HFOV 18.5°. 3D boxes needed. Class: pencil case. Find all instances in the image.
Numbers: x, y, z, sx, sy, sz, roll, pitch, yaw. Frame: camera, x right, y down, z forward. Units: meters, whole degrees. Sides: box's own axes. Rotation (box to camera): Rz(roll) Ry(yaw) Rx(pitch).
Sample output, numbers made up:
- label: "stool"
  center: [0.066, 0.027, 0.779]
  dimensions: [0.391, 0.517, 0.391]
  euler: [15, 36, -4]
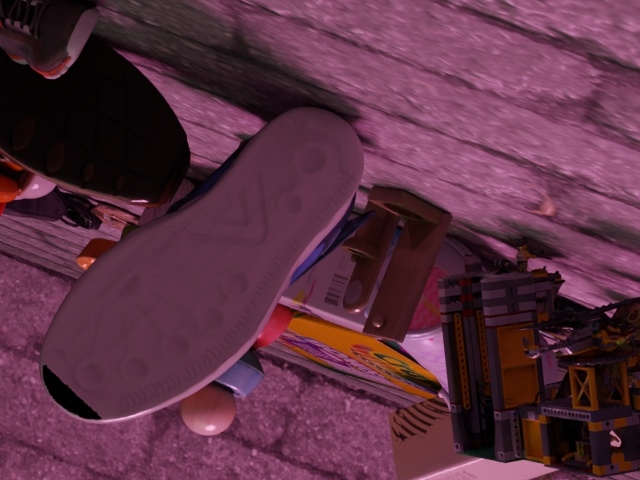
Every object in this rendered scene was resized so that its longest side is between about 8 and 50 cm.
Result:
- label: "pencil case"
  center: [0.142, 0.095, 1.933]
  dimensions: [0.124, 0.113, 0.273]
  euler: [-7, 151, 22]

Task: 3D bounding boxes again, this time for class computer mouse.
- label: "computer mouse"
  center: [-0.400, -0.077, 2.511]
  dimensions: [0.188, 0.072, 0.272]
  euler: [19, -177, 16]

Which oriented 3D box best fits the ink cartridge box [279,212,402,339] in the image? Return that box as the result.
- label: "ink cartridge box"
  center: [-0.008, 0.017, 1.955]
  dimensions: [0.181, 0.104, 0.061]
  euler: [20, 171, 19]

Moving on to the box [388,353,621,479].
- label: "box"
  center: [0.219, 0.207, 2.184]
  dimensions: [0.275, 0.094, 0.113]
  euler: [-22, 149, 27]

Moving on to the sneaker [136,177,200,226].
- label: "sneaker"
  center: [-0.089, 0.004, 2.112]
  dimensions: [0.153, 0.094, 0.235]
  euler: [36, 155, -30]

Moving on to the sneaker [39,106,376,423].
- label: "sneaker"
  center: [-0.097, 0.036, 1.577]
  dimensions: [0.130, 0.323, 0.236]
  euler: [44, 164, 1]

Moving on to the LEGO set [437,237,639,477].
- label: "LEGO set"
  center: [0.248, 0.087, 1.711]
  dimensions: [0.255, 0.192, 0.331]
  euler: [-7, -177, -15]

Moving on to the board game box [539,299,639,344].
- label: "board game box"
  center: [0.296, 0.105, 2.023]
  dimensions: [0.186, 0.026, 0.126]
  euler: [24, 172, -16]

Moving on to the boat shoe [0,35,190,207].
- label: "boat shoe"
  center: [-0.251, -0.123, 1.633]
  dimensions: [0.324, 0.122, 0.120]
  euler: [29, 170, 13]

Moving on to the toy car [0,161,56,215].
- label: "toy car"
  center: [-0.390, -0.075, 2.222]
  dimensions: [0.159, 0.136, 0.182]
  euler: [24, 171, -21]

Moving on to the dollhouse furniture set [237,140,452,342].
- label: "dollhouse furniture set"
  center: [0.000, 0.000, 1.754]
  dimensions: [0.151, 0.123, 0.144]
  euler: [27, 170, -32]

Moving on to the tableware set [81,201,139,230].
- label: "tableware set"
  center: [-0.266, -0.020, 2.671]
  dimensions: [0.141, 0.020, 0.168]
  euler: [27, 170, -34]

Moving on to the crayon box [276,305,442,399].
- label: "crayon box"
  center: [0.052, 0.095, 2.297]
  dimensions: [0.313, 0.106, 0.363]
  euler: [15, 170, 39]

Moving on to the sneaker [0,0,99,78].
- label: "sneaker"
  center: [-0.224, -0.165, 1.499]
  dimensions: [0.065, 0.061, 0.158]
  euler: [33, 167, -29]

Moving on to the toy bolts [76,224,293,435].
- label: "toy bolts"
  center: [-0.169, 0.106, 2.091]
  dimensions: [0.228, 0.158, 0.218]
  euler: [30, 162, -29]
